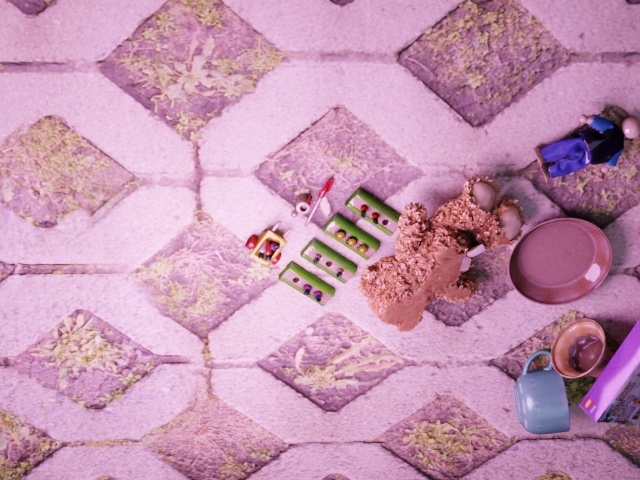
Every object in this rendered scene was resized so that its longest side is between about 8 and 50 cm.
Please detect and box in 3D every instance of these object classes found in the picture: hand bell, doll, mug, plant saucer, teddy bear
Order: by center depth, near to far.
[{"bbox_3d":[0.477,-0.170,1.763,0.189,0.046,0.129,-21,121,11],"label":"doll"},{"bbox_3d":[0.221,0.017,1.843,0.245,0.113,0.338,16,121,-33],"label":"teddy bear"},{"bbox_3d":[0.452,0.034,1.895,0.199,0.036,0.198,-1,122,-2],"label":"plant saucer"},{"bbox_3d":[0.589,0.261,2.019,0.242,0.126,0.126,31,117,-33],"label":"hand bell"},{"bbox_3d":[0.445,0.317,2.028,0.097,0.157,0.129,-9,146,6],"label":"mug"}]

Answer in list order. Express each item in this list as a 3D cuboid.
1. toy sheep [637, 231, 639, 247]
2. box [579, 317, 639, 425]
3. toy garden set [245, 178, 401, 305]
[{"bbox_3d":[0.655,0.016,1.863,0.132,0.091,0.091,23,120,6],"label":"toy sheep"},{"bbox_3d":[0.657,0.233,1.946,0.201,0.057,0.293,13,115,-39],"label":"box"},{"bbox_3d":[0.000,0.000,1.850,0.204,0.049,0.244,33,115,-20],"label":"toy garden set"}]
